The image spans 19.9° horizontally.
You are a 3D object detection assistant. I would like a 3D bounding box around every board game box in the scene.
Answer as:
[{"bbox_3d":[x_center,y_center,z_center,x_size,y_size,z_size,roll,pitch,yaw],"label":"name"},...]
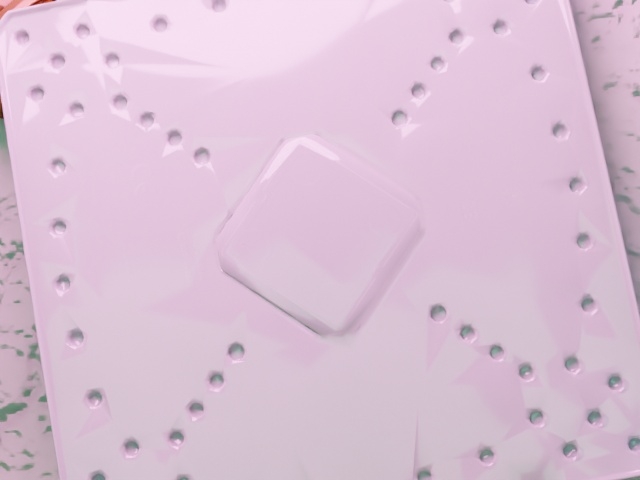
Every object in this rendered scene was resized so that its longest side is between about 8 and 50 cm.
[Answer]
[{"bbox_3d":[0.000,0.000,1.228,0.390,0.050,0.390,-11,78,1],"label":"board game box"}]

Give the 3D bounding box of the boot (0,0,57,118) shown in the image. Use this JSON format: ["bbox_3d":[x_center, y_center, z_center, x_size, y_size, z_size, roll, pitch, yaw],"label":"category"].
[{"bbox_3d":[-0.271,-0.114,1.321,0.152,0.073,0.197,27,92,8],"label":"boot"}]
